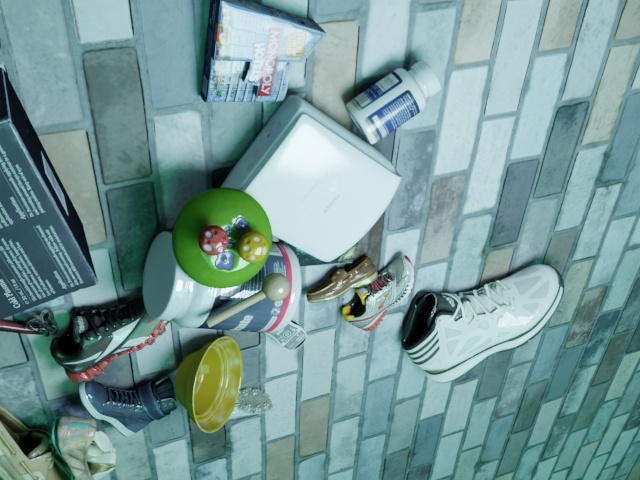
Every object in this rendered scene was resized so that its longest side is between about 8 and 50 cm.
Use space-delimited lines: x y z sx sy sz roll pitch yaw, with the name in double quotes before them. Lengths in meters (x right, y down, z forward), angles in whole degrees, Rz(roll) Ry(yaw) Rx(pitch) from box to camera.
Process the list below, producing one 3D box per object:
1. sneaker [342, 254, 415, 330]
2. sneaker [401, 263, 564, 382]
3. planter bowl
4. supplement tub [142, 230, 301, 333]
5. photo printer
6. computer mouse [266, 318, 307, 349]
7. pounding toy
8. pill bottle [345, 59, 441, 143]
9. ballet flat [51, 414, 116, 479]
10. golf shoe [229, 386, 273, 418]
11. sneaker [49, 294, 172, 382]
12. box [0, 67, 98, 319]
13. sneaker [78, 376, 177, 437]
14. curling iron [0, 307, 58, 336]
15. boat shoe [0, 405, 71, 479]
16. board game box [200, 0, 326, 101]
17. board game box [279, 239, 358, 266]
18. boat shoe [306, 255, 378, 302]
"sneaker" 0.139 0.125 1.706 0.092 0.088 0.225 21 115 -37
"sneaker" 0.404 0.183 1.837 0.447 0.169 0.257 -38 137 10
"planter bowl" -0.266 0.317 1.623 0.090 0.217 0.217 7 139 22
"supplement tub" -0.192 0.082 1.421 0.272 0.191 0.191 9 123 -33
"photo printer" -0.007 -0.103 1.401 0.307 0.107 0.256 29 109 -35
"computer mouse" -0.106 0.193 1.669 0.106 0.042 0.193 -42 129 4
"pounding toy" -0.150 0.027 1.254 0.182 0.110 0.237 -24 106 -17
"pill bottle" 0.141 -0.267 1.368 0.169 0.094 0.094 -34 135 3
"ballet flat" -0.517 0.484 1.612 0.106 0.108 0.316 -3 146 -8
"golf shoe" -0.209 0.415 1.800 0.176 0.069 0.086 5 144 -28
"sneaker" -0.423 0.178 1.445 0.276 0.098 0.135 -32 139 2
"box" -0.571 -0.042 1.126 0.312 0.179 0.343 -22 134 -11
"sneaker" -0.416 0.342 1.592 0.163 0.086 0.226 -27 141 5
"curling iron" -0.629 0.144 1.353 0.274 0.035 0.068 14 122 -37
"boat shoe" -0.637 0.477 1.573 0.110 0.122 0.341 -31 134 1
"board game box" -0.095 -0.319 1.224 0.194 0.060 0.194 -5 129 -23
"board game box" 0.000 0.000 1.569 0.186 0.026 0.126 -3 128 -26
"boat shoe" 0.044 0.090 1.652 0.177 0.064 0.060 -23 104 -11
